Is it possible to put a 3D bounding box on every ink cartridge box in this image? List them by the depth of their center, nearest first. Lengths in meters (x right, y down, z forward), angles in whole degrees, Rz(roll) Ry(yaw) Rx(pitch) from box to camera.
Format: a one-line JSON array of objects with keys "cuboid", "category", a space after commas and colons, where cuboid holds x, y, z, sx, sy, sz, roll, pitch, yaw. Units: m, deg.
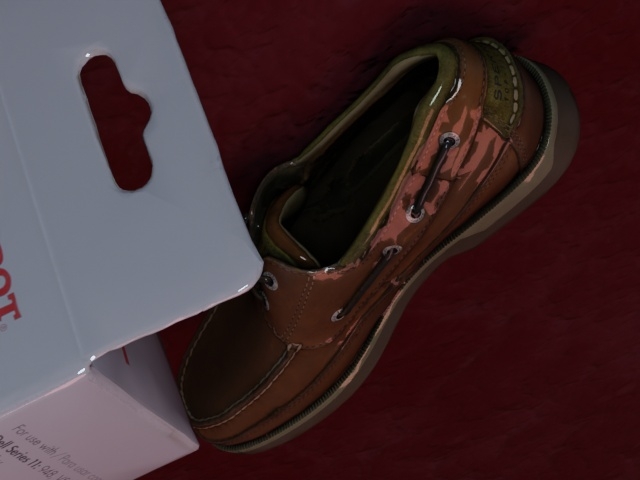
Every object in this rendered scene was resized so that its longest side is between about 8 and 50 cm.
[{"cuboid": [-0.191, 0.034, 0.780, 0.353, 0.207, 0.119, -25, 151, 8], "category": "ink cartridge box"}]

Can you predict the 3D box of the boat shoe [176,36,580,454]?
[{"cuboid": [0.000, 0.000, 0.983, 0.104, 0.110, 0.307, 15, 126, -43], "category": "boat shoe"}]
